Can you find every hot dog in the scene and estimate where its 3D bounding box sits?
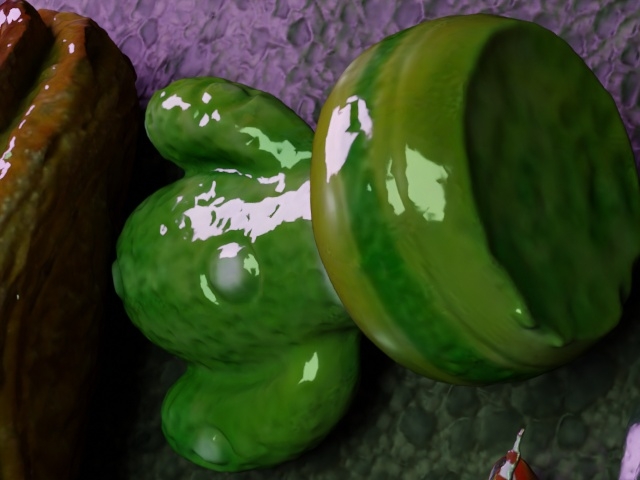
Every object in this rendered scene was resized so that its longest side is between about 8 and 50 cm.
[{"bbox_3d":[-0.222,0.036,1.131,0.267,0.174,0.388,-3,76,49],"label":"hot dog"}]

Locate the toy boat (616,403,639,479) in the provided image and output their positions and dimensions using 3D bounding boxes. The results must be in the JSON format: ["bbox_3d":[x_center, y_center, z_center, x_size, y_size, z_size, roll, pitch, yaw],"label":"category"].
[{"bbox_3d":[0.188,0.111,0.855,0.092,0.141,0.320,19,89,43],"label":"toy boat"}]

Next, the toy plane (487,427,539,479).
[{"bbox_3d":[0.106,0.201,0.924,0.126,0.077,0.194,-40,55,28],"label":"toy plane"}]

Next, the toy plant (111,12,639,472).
[{"bbox_3d":[0.000,0.000,1.005,0.316,0.184,0.224,-19,86,40],"label":"toy plant"}]
